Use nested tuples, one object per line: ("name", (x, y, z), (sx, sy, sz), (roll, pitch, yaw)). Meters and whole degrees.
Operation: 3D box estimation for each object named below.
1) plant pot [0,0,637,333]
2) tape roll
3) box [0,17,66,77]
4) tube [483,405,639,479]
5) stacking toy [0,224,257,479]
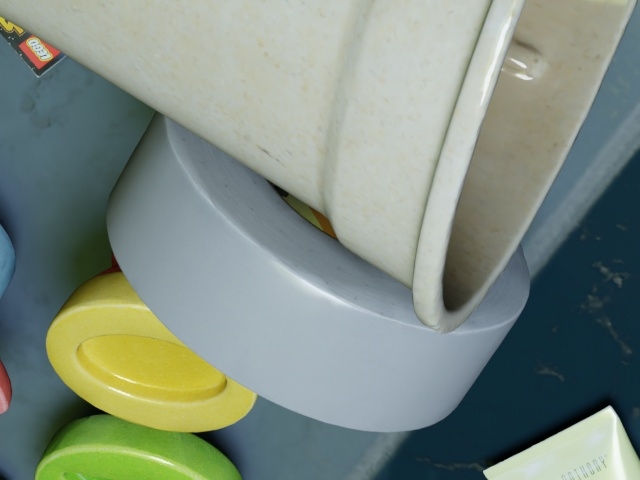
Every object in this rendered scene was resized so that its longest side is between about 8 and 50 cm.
("plant pot", (-0.012, -0.169, 0.945), (0.305, 0.334, 0.334), (24, 119, 12))
("tape roll", (0.000, 0.000, 1.056), (0.219, 0.219, 0.072), (31, 118, -4))
("box", (-0.166, -0.172, 1.117), (0.094, 0.027, 0.137), (-34, 104, 23))
("tube", (0.200, 0.215, 1.211), (0.070, 0.062, 0.240), (-37, 101, -17))
("stacking toy", (-0.164, 0.061, 1.215), (0.309, 0.130, 0.279), (7, 143, 12))
